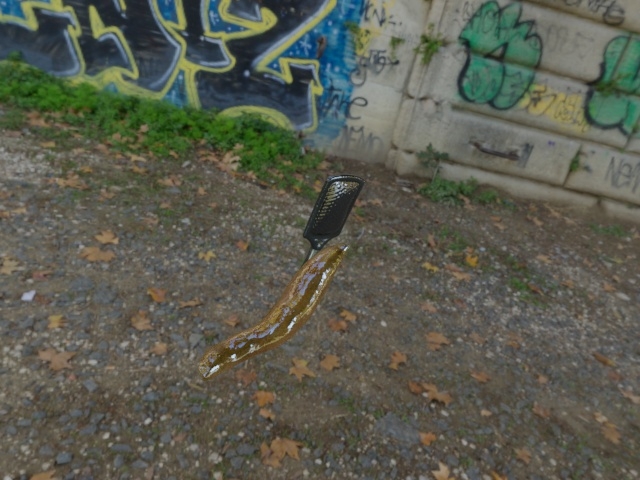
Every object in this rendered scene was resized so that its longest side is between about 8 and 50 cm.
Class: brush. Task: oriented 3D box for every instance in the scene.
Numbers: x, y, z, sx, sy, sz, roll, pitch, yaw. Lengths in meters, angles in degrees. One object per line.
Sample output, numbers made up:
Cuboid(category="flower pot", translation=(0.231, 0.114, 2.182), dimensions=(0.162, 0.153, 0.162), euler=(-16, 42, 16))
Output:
Cuboid(category="brush", translation=(0.000, 0.000, 0.574), dimensions=(0.062, 0.194, 0.016), euler=(-1, 39, -38))

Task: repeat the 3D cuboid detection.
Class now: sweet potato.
Cuboid(category="sweet potato", translation=(-0.030, 0.062, 0.388), dimensions=(0.044, 0.044, 0.179), euler=(28, 55, 30))
